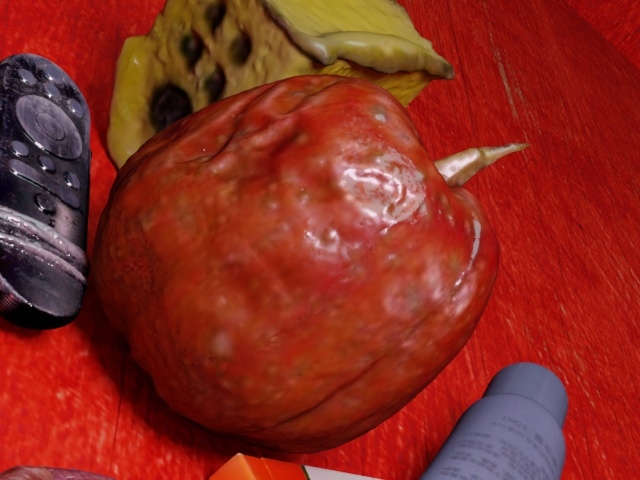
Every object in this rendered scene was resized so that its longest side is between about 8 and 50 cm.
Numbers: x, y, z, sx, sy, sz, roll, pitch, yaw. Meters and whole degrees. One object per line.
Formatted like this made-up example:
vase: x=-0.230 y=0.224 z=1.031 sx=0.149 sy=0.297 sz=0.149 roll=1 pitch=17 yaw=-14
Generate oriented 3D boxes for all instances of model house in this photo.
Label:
model house: x=-0.045 y=-0.110 z=1.360 sx=0.193 sy=0.234 sz=0.175 roll=-5 pitch=46 yaw=-52

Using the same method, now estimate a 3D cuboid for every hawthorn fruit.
hawthorn fruit: x=-0.020 y=0.013 z=1.131 sx=0.258 sy=0.262 sz=0.258 roll=29 pitch=41 yaw=-29

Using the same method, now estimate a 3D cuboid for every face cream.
face cream: x=0.120 y=0.185 z=1.237 sx=0.135 sy=0.086 sz=0.385 roll=43 pitch=23 yaw=0

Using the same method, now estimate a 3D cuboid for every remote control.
remote control: x=-0.199 y=-0.027 z=1.149 sx=0.090 sy=0.066 sz=0.266 roll=27 pitch=31 yaw=-25

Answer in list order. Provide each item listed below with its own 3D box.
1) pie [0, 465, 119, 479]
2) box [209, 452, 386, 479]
pie: x=-0.113 y=0.191 z=0.907 sx=0.182 sy=0.049 sz=0.182 roll=34 pitch=24 yaw=-17
box: x=0.036 y=0.218 z=1.166 sx=0.245 sy=0.035 sz=0.139 roll=17 pitch=35 yaw=-53
